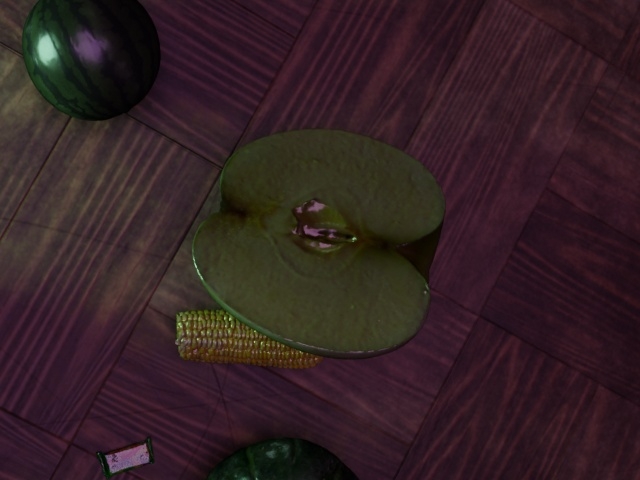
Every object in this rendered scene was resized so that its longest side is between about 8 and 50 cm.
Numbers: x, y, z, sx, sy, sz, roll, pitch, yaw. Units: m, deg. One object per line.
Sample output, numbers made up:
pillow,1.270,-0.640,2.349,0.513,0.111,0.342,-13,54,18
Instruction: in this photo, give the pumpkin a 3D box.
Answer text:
pumpkin,-0.058,0.458,1.765,0.300,0.207,0.300,0,90,-5

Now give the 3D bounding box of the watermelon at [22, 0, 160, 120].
watermelon,-0.343,-0.285,1.726,0.212,0.212,0.212,0,89,-11

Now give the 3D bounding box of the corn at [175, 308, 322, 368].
corn,-0.112,0.154,1.824,0.244,0.093,0.093,5,88,-11

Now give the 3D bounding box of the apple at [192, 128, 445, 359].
apple,0.000,0.000,1.744,0.360,0.320,0.312,13,106,1

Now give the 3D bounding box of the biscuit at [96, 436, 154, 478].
biscuit,-0.308,0.347,1.820,0.089,0.016,0.046,-16,92,-11
